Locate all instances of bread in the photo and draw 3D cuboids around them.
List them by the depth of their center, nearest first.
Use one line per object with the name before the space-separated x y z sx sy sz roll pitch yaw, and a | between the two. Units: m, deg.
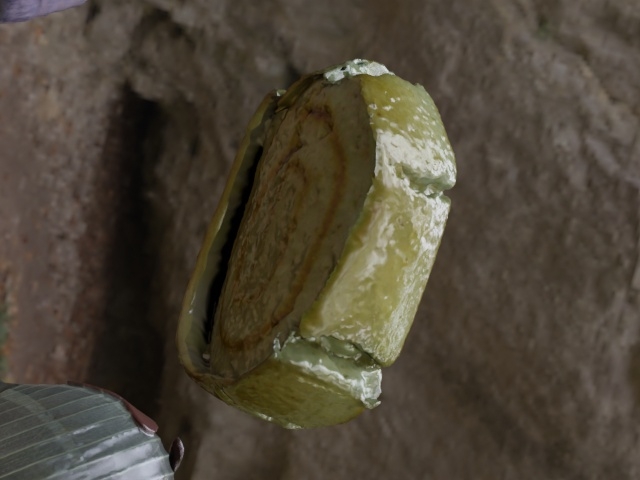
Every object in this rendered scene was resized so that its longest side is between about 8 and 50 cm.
bread | 0.000 0.000 0.574 0.117 0.064 0.156 24 -89 58

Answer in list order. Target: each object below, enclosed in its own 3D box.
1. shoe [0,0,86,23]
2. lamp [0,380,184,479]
shoe | -0.056 -0.191 0.430 0.095 0.137 0.245 23 -65 52
lamp | -0.256 0.239 1.256 0.233 0.265 0.233 -19 90 -87
